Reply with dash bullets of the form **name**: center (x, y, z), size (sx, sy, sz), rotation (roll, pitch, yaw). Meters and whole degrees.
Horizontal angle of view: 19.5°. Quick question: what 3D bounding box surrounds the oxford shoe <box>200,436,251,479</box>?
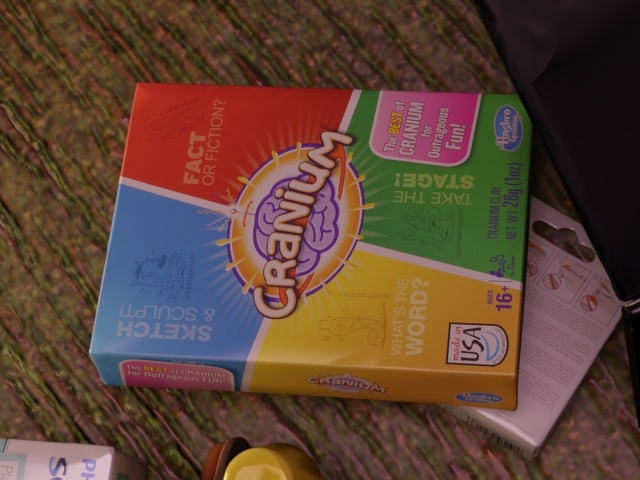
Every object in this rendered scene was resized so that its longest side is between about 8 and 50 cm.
- **oxford shoe**: center (-0.103, 0.248, 1.415), size (0.076, 0.076, 0.212), rotation (10, 77, 27)

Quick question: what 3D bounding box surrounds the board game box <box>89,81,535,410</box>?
- **board game box**: center (0.000, 0.000, 1.423), size (0.317, 0.064, 0.242), rotation (2, 63, 8)

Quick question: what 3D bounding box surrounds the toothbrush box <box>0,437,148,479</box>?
- **toothbrush box**: center (-0.293, 0.256, 1.410), size (0.296, 0.126, 0.216), rotation (5, 79, 7)

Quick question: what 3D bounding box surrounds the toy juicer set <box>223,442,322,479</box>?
- **toy juicer set**: center (-0.025, 0.324, 1.320), size (0.209, 0.089, 0.329), rotation (22, 84, 16)

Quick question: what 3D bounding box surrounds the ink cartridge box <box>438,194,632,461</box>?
- **ink cartridge box**: center (0.150, 0.060, 1.443), size (0.145, 0.045, 0.179), rotation (32, 67, 13)

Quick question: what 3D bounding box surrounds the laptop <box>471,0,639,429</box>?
- **laptop**: center (0.328, -0.105, 1.277), size (0.382, 0.408, 0.236), rotation (-27, 63, 0)
